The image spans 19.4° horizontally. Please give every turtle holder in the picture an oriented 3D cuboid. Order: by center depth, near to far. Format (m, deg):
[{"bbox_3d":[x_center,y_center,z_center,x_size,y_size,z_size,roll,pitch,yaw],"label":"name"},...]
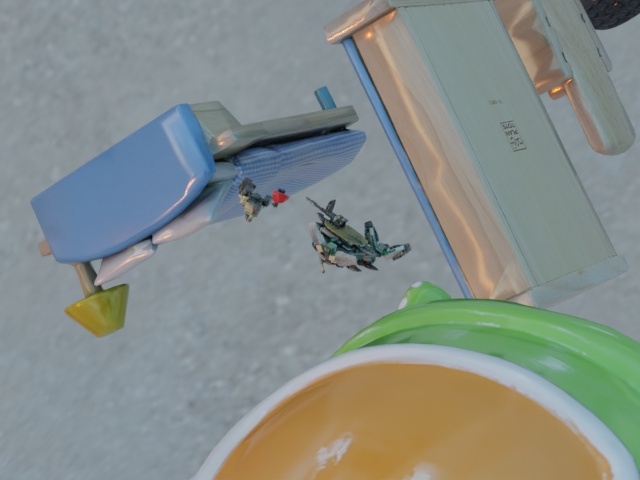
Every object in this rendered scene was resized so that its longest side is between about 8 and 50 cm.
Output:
[{"bbox_3d":[0.036,0.187,0.662,0.243,0.320,0.227,35,38,19],"label":"turtle holder"}]

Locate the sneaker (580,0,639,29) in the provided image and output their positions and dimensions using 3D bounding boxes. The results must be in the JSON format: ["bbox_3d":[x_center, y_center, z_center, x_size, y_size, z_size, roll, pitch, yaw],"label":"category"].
[{"bbox_3d":[0.315,-0.288,1.752,0.084,0.235,0.097,26,46,-48],"label":"sneaker"}]

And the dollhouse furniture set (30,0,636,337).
[{"bbox_3d":[0.023,-0.008,1.202,0.286,0.303,0.198,-15,79,-57],"label":"dollhouse furniture set"}]

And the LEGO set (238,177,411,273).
[{"bbox_3d":[-0.001,-0.001,0.838,0.083,0.054,0.023,24,110,-2],"label":"LEGO set"}]
